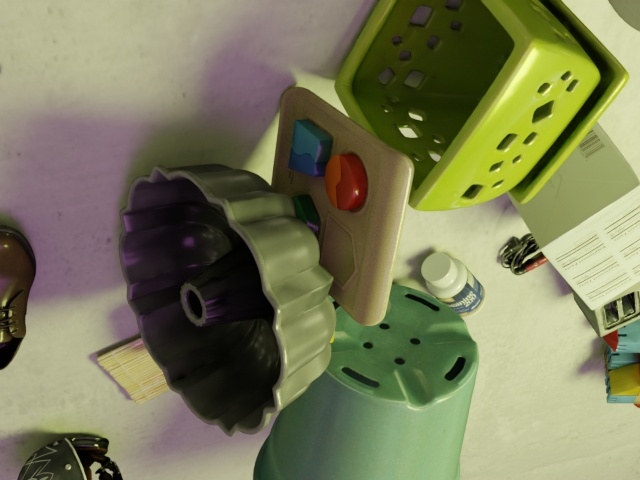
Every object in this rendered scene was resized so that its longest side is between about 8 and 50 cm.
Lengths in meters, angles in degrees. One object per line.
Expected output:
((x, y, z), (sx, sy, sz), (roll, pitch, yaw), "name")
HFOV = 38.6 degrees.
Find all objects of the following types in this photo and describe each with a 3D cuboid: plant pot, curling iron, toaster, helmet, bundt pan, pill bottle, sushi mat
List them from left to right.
((-0.393, 0.388, 1.423), (0.169, 0.169, 0.162), (-44, 151, 24), "helmet")
((-0.163, 0.150, 1.372), (0.317, 0.019, 0.151), (-24, 138, 3), "sushi mat")
((-0.103, 0.056, 1.088), (0.124, 0.331, 0.330), (-22, 146, -37), "bundt pan")
((0.081, 0.268, 1.390), (0.341, 0.341, 0.334), (-5, 130, -18), "plant pot")
((0.202, 0.067, 1.400), (0.067, 0.067, 0.120), (-33, 138, 13), "pill bottle")
((0.183, -0.177, 1.016), (0.207, 0.228, 0.227), (3, 134, -36), "plant pot")
((0.408, -0.019, 1.421), (0.274, 0.035, 0.068), (-25, 139, 4), "curling iron")
((0.494, 0.053, 1.470), (0.168, 0.110, 0.185), (-27, 143, 5), "toaster")

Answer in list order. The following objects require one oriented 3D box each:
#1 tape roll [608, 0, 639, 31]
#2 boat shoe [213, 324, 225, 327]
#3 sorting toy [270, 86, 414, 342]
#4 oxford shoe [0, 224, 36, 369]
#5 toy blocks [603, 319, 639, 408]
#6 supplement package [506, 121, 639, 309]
((0.399, -0.331, 0.887), (0.100, 0.286, 0.286), (2, 134, -25), "tape roll")
((-0.101, 0.075, 1.244), (0.319, 0.116, 0.099), (-37, 118, 15), "boat shoe")
((0.000, 0.000, 1.066), (0.041, 0.229, 0.307), (-10, 122, -33), "sorting toy")
((-0.394, 0.077, 1.135), (0.083, 0.096, 0.227), (-3, 134, -18), "oxford shoe")
((0.645, 0.240, 1.685), (0.261, 0.190, 0.381), (-1, 153, 10), "toy blocks")
((0.355, -0.051, 1.240), (0.149, 0.194, 0.203), (-34, 138, 15), "supplement package")
